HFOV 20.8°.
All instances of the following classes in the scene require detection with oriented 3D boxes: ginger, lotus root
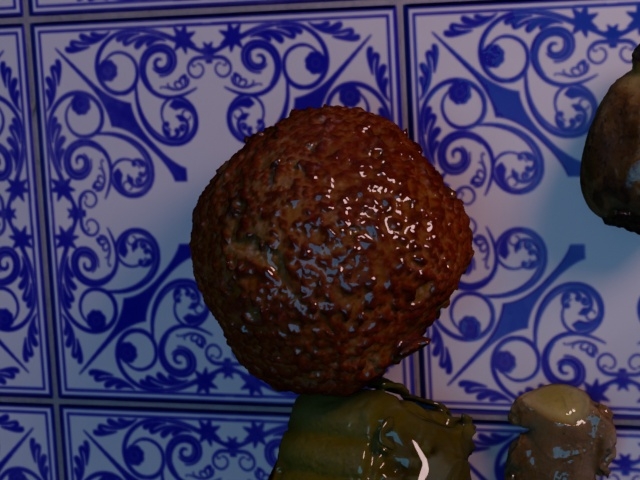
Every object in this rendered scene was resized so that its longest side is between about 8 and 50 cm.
[{"bbox_3d":[0.283,0.277,2.034,0.138,0.074,0.213,-2,104,21],"label":"ginger"},{"bbox_3d":[0.359,-0.110,1.912,0.138,0.138,0.214,13,102,18],"label":"lotus root"}]

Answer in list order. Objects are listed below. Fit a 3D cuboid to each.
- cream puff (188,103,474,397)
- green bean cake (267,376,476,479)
[{"bbox_3d":[0.005,-0.001,1.965,0.351,0.228,0.350,-4,70,12],"label":"cream puff"},{"bbox_3d":[0.093,0.326,2.033,0.202,0.285,0.309,4,77,43],"label":"green bean cake"}]
